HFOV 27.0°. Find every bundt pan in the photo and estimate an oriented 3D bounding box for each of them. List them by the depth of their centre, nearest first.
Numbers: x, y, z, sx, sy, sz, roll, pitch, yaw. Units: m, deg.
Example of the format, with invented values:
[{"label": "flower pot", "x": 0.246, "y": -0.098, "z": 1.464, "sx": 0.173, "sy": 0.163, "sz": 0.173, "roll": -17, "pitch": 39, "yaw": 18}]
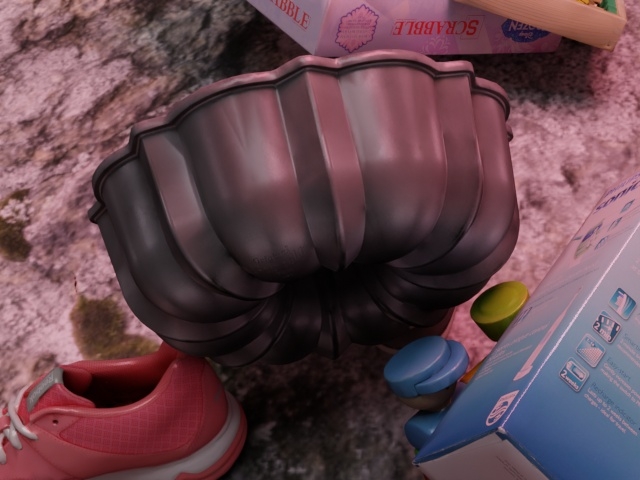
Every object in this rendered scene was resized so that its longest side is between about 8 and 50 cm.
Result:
[{"label": "bundt pan", "x": 0.000, "y": 0.000, "z": 0.989, "sx": 0.331, "sy": 0.331, "sz": 0.124, "roll": -14, "pitch": 68, "yaw": 1}]

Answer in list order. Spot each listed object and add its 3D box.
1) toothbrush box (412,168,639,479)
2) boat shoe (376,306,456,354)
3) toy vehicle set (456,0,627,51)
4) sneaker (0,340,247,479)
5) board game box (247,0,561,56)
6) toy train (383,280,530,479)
[{"label": "toothbrush box", "x": 0.241, "y": 0.106, "z": 0.923, "sx": 0.216, "sy": 0.126, "sz": 0.295, "roll": 42, "pitch": 61, "yaw": -5}, {"label": "boat shoe", "x": 0.064, "y": -0.047, "z": 1.226, "sx": 0.112, "sy": 0.095, "sz": 0.335, "roll": -7, "pitch": 45, "yaw": 8}, {"label": "toy vehicle set", "x": 0.221, "y": -0.281, "z": 1.359, "sx": 0.166, "sy": 0.035, "sz": 0.267, "roll": 18, "pitch": 31, "yaw": -2}, {"label": "sneaker", "x": -0.224, "y": 0.154, "z": 1.080, "sx": 0.314, "sy": 0.136, "sz": 0.116, "roll": -18, "pitch": 44, "yaw": -3}, {"label": "board game box", "x": 0.044, "y": -0.289, "z": 1.388, "sx": 0.318, "sy": 0.066, "sz": 0.318, "roll": -6, "pitch": 36, "yaw": -35}, {"label": "toy train", "x": 0.164, "y": 0.089, "z": 1.018, "sx": 0.248, "sy": 0.143, "sz": 0.105, "roll": -38, "pitch": 25, "yaw": -21}]
